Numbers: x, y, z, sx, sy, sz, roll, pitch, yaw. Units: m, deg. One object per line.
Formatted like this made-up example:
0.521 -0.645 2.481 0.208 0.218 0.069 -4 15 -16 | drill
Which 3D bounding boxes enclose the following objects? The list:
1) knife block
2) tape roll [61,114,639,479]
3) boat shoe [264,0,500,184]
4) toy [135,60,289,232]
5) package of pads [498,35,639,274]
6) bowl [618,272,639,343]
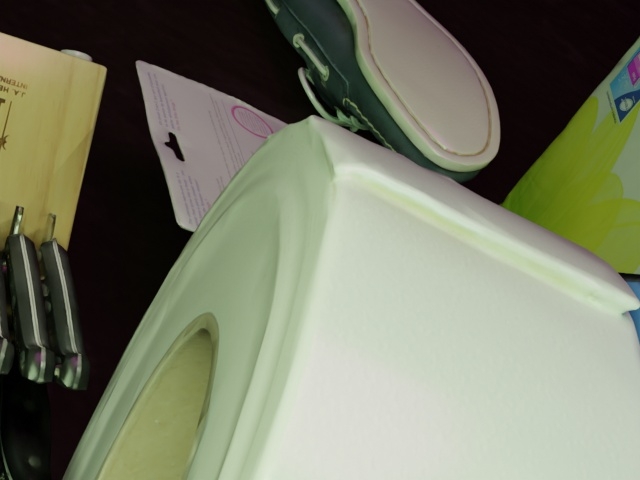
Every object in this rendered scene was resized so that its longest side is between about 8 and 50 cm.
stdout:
-0.174 0.035 0.641 0.088 0.242 0.275 17 -8 -27 | knife block
-0.021 0.108 0.476 0.100 0.286 0.286 26 34 -12 | tape roll
0.027 -0.114 0.993 0.095 0.079 0.254 0 44 -39 | boat shoe
0.000 0.000 0.845 0.237 0.056 0.137 19 32 -31 | toy
0.205 0.013 0.851 0.101 0.229 0.296 24 33 -21 | package of pads
0.259 0.062 0.499 0.391 0.077 0.391 5 0 0 | bowl
